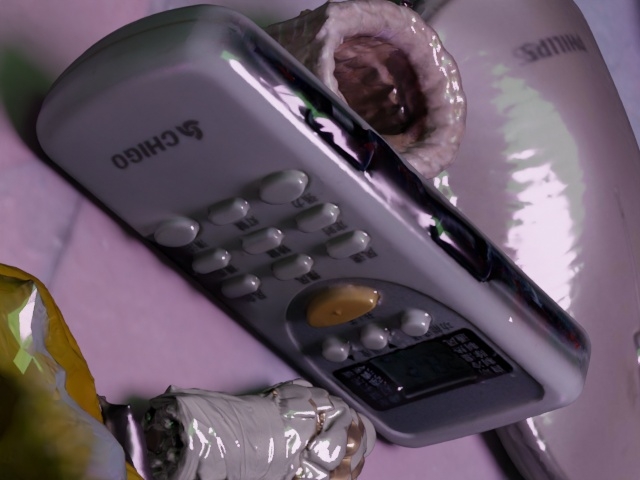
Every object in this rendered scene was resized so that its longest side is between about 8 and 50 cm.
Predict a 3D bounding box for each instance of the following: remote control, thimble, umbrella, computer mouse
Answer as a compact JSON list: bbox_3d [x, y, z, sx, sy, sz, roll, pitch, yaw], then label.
[{"bbox_3d":[0.000,0.000,0.971,0.296,0.140,0.056,41,46,-29],"label":"remote control"},{"bbox_3d":[0.010,-0.071,1.048,0.115,0.090,0.102,36,55,-34],"label":"thimble"},{"bbox_3d":[-0.027,0.098,0.972,0.143,0.062,0.067,2,44,-45],"label":"umbrella"},{"bbox_3d":[0.142,-0.005,1.163,0.197,0.095,0.331,-22,92,-44],"label":"computer mouse"}]

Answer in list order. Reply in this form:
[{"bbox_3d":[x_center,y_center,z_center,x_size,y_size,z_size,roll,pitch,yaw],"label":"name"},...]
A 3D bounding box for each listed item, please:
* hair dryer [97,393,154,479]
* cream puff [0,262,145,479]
[{"bbox_3d":[0.000,0.217,0.912,0.304,0.120,0.359,-33,100,-56],"label":"hair dryer"},{"bbox_3d":[-0.156,0.119,0.732,0.282,0.185,0.282,21,61,-44],"label":"cream puff"}]
